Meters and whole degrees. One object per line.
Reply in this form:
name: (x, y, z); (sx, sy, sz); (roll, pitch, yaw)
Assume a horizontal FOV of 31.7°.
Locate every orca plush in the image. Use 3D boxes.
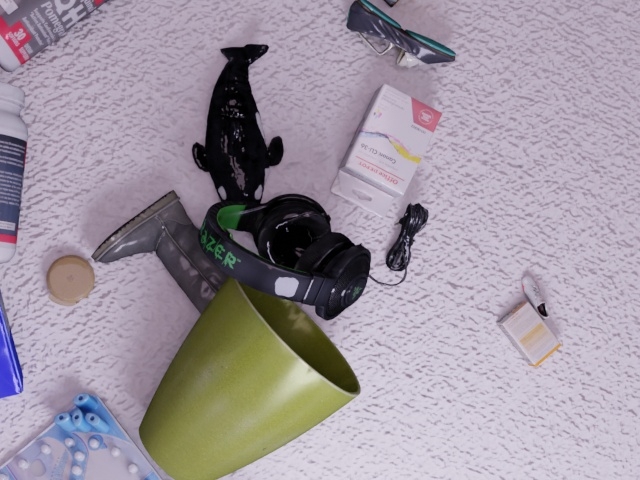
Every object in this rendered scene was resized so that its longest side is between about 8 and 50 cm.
orca plush: (-0.123, -0.187, 1.855); (0.151, 0.102, 0.287); (14, 85, -9)

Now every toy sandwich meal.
toy sandwich meal: (-0.405, 0.066, 1.833); (0.086, 0.029, 0.085); (1, 82, -9)

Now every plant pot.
plant pot: (-0.135, 0.241, 1.773); (0.275, 0.275, 0.293); (44, 98, -5)

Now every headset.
headset: (0.000, 0.000, 1.802); (0.394, 0.243, 0.185); (8, 115, -39)

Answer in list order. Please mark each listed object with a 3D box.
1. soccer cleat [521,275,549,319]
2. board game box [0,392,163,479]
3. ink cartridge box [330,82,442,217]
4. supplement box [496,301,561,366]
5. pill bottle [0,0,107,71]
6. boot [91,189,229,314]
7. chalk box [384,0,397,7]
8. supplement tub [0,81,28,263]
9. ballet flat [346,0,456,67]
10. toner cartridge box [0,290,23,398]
soccer cleat: (0.375, 0.099, 1.960); (0.029, 0.035, 0.083); (-22, 91, -10)
board game box: (-0.399, 0.481, 1.700); (0.390, 0.050, 0.390); (-40, 62, -9)
ink cartridge box: (0.109, -0.149, 1.911); (0.115, 0.067, 0.198); (26, 83, -8)
supplement box: (0.360, 0.162, 1.954); (0.062, 0.036, 0.098); (-38, 94, -9)
pill bottle: (-0.422, -0.425, 1.779); (0.318, 0.176, 0.176); (-40, 94, -9)
boot: (-0.243, 0.046, 1.847); (0.190, 0.076, 0.208); (-36, 100, -7)
chalk box: (0.100, -0.523, 1.897); (0.213, 0.132, 0.132); (44, 82, -6)
supplement tub: (-0.553, -0.106, 1.733); (0.191, 0.191, 0.272); (6, 86, -9)
ballet flat: (0.132, -0.340, 1.931); (0.203, 0.074, 0.074); (27, 83, -14)
toner cartridge box: (-0.649, 0.191, 1.737); (0.348, 0.075, 0.165); (-12, 108, -10)
